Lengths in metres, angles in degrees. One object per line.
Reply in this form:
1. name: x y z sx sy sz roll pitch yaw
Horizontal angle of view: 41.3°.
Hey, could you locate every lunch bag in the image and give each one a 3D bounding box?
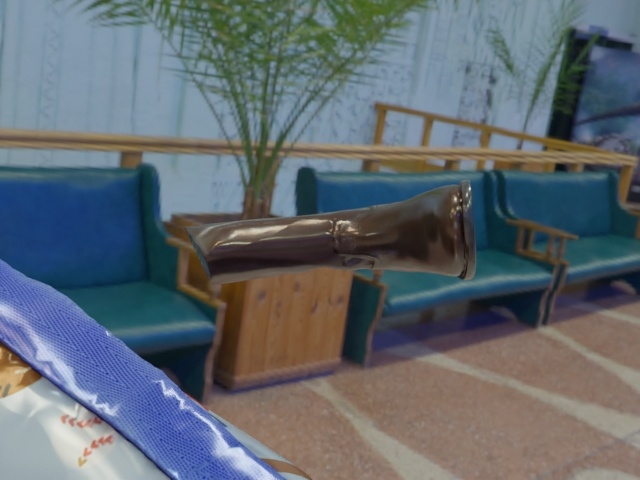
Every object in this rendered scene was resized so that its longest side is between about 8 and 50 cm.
1. lunch bag: -0.169 0.188 0.476 0.328 0.385 0.239 32 39 22

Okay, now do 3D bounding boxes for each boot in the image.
1. boot: 0.000 0.000 0.339 0.114 0.037 0.106 -1 -9 -2
